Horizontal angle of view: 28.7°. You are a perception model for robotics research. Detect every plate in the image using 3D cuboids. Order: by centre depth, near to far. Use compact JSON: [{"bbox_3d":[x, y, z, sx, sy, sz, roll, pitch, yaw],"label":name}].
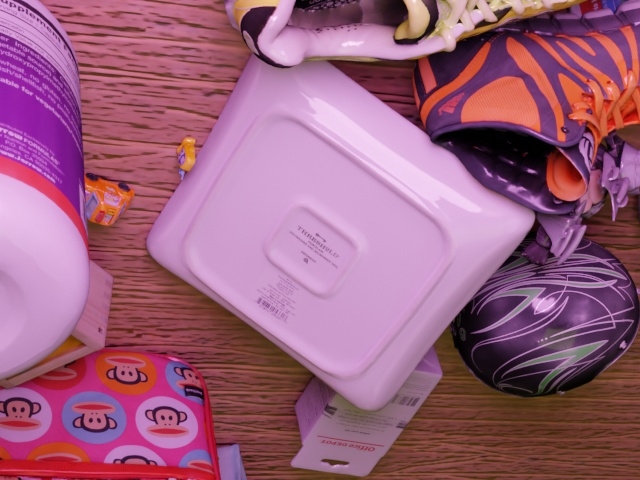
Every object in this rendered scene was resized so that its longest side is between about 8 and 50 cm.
[{"bbox_3d":[0.000,0.000,1.096,0.277,0.045,0.278,36,124,2],"label":"plate"}]

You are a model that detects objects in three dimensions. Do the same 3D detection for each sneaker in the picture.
[{"bbox_3d":[0.116,-0.200,0.941,0.385,0.147,0.145,-12,134,6],"label":"sneaker"},{"bbox_3d":[0.238,-0.103,1.022,0.321,0.180,0.124,-3,137,5],"label":"sneaker"}]

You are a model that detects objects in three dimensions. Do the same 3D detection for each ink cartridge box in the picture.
[{"bbox_3d":[0.042,0.176,1.361,0.104,0.060,0.180,13,128,-25],"label":"ink cartridge box"}]

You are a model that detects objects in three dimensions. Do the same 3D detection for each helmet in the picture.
[{"bbox_3d":[0.222,0.069,1.233,0.169,0.169,0.161,6,148,-19],"label":"helmet"}]

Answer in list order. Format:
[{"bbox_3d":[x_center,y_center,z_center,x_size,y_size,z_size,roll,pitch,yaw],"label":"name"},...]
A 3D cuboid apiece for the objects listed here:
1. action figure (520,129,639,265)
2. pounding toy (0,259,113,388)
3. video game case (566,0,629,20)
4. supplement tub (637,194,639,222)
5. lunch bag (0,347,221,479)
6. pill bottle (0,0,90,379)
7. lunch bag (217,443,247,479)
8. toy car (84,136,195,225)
[{"bbox_3d":[0.175,-0.037,1.130,0.285,0.185,0.099,-10,101,15],"label":"action figure"},{"bbox_3d":[-0.281,0.030,1.098,0.181,0.094,0.206,-24,135,27],"label":"pounding toy"},{"bbox_3d":[0.323,-0.292,1.007,0.285,0.025,0.204,-21,134,6],"label":"video game case"},{"bbox_3d":[0.454,0.038,1.139,0.241,0.331,0.241,-7,134,-7],"label":"supplement tub"},{"bbox_3d":[-0.246,0.226,1.202,0.293,0.258,0.120,5,132,-18],"label":"lunch bag"},{"bbox_3d":[-0.258,-0.066,0.875,0.182,0.323,0.181,-7,134,-7],"label":"pill bottle"},{"bbox_3d":[-0.168,0.375,1.361,0.223,0.262,0.160,-10,134,-3],"label":"lunch bag"},{"bbox_3d":[-0.168,-0.054,1.106,0.122,0.040,0.060,-37,130,22],"label":"toy car"}]
